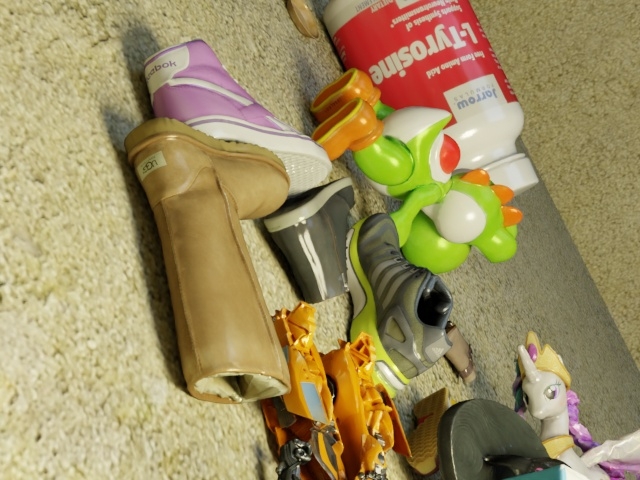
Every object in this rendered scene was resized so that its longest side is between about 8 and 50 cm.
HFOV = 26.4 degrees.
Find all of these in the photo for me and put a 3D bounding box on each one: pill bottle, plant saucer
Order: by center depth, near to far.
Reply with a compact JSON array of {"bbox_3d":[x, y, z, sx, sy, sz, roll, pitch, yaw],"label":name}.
[{"bbox_3d":[-0.030,-0.345,2.103,0.083,0.015,0.083,52,21,-29],"label":"plant saucer"},{"bbox_3d":[0.186,-0.239,2.202,0.408,0.229,0.229,64,18,6],"label":"pill bottle"}]

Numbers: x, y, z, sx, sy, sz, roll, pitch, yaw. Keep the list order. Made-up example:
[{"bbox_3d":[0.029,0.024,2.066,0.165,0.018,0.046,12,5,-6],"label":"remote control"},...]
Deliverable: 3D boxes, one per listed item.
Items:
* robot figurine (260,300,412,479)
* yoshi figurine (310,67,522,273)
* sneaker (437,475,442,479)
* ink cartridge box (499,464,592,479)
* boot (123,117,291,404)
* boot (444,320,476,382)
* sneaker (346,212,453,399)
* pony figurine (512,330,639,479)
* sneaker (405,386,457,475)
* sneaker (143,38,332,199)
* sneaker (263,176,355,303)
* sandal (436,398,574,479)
[{"bbox_3d":[0.026,0.208,1.329,0.211,0.085,0.291,28,34,-45],"label":"robot figurine"},{"bbox_3d":[0.122,-0.067,1.966,0.362,0.203,0.203,39,-14,-23],"label":"yoshi figurine"},{"bbox_3d":[0.163,0.353,1.612,0.065,0.061,0.158,-25,94,-41],"label":"sneaker"},{"bbox_3d":[0.134,0.326,1.091,0.197,0.270,0.198,32,49,-40],"label":"ink cartridge box"},{"bbox_3d":[-0.082,0.031,1.323,0.236,0.089,0.269,14,49,-51],"label":"boot"},{"bbox_3d":[0.197,0.165,1.967,0.087,0.042,0.118,64,18,-5],"label":"boot"},{"bbox_3d":[0.105,0.068,1.716,0.111,0.121,0.300,49,22,-37],"label":"sneaker"},{"bbox_3d":[0.371,0.340,1.905,0.351,0.303,0.363,33,49,-42],"label":"pony figurine"},{"bbox_3d":[0.156,0.252,1.683,0.084,0.069,0.185,54,20,-10],"label":"sneaker"},{"bbox_3d":[-0.090,-0.141,1.506,0.282,0.102,0.161,23,40,-60],"label":"sneaker"},{"bbox_3d":[0.000,0.000,1.620,0.118,0.083,0.222,69,22,-8],"label":"sneaker"},{"bbox_3d":[0.292,0.357,1.612,0.446,0.107,0.167,55,45,-16],"label":"sandal"}]
